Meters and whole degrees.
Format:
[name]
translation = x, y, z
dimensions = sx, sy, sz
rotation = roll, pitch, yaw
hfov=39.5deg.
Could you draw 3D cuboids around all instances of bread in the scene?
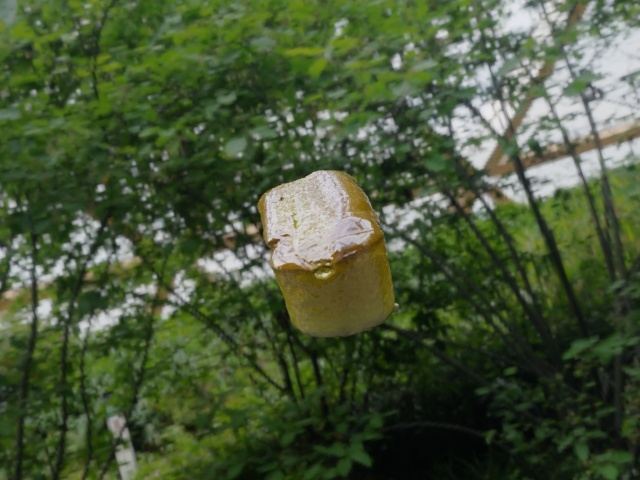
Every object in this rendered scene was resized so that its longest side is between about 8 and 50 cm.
[bread]
translation = 0.000, 0.000, 0.803
dimensions = 0.102, 0.094, 0.245
rotation = -13, 21, -1
